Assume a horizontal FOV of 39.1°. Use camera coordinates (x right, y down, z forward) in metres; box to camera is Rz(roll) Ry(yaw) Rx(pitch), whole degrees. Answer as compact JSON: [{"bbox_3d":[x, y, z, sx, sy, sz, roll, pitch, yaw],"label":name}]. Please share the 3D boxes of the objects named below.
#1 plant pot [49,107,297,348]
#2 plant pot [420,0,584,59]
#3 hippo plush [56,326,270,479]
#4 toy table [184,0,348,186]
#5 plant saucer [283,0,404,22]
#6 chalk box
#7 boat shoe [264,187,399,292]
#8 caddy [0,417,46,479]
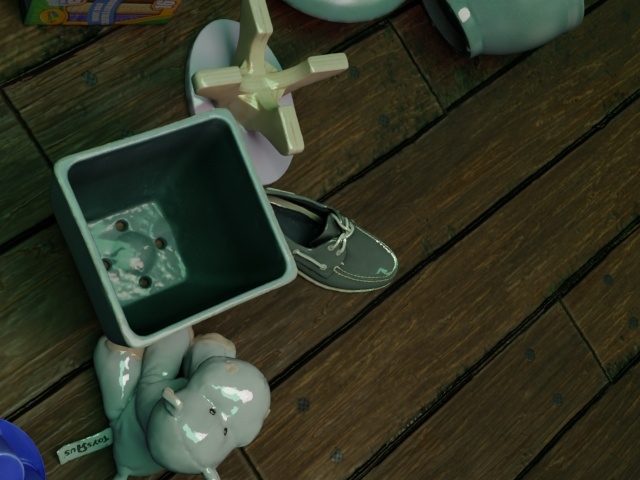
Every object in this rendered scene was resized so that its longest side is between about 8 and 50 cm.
[{"bbox_3d":[-0.225,0.000,1.231,0.247,0.252,0.247,-23,90,-28],"label":"plant pot"},{"bbox_3d":[0.292,-0.443,1.585,0.196,0.293,0.293,-34,97,0],"label":"plant pot"},{"bbox_3d":[-0.202,0.215,1.210,0.294,0.236,0.234,-32,95,-28],"label":"hippo plush"},{"bbox_3d":[-0.097,-0.233,1.394,0.252,0.161,0.274,-26,92,-28],"label":"toy table"},{"bbox_3d":[0.028,-0.515,1.507,0.317,0.044,0.318,5,71,-14],"label":"plant saucer"},{"bbox_3d":[-0.346,-0.423,1.293,0.288,0.179,0.180,-8,83,-28],"label":"chalk box"},{"bbox_3d":[0.000,0.000,1.430,0.319,0.099,0.116,23,71,-21],"label":"boat shoe"},{"bbox_3d":[-0.468,0.374,1.086,0.341,0.179,0.241,-47,126,-26],"label":"caddy"}]
